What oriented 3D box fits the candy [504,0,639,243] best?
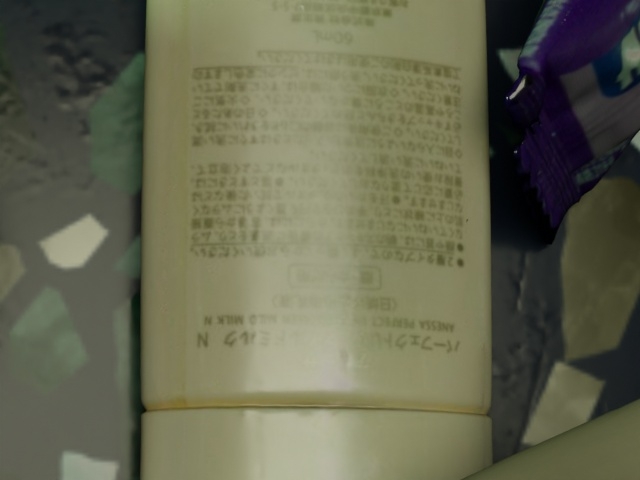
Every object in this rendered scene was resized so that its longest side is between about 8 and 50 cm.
[{"bbox_3d":[0.168,-0.135,0.786,0.070,0.145,0.275,25,73,29],"label":"candy"}]

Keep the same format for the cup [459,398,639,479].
[{"bbox_3d":[0.082,0.186,0.642,0.200,0.253,0.191,-22,90,-2],"label":"cup"}]

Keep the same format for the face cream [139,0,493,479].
[{"bbox_3d":[0.000,0.000,0.749,0.173,0.081,0.349,2,78,-11],"label":"face cream"}]
